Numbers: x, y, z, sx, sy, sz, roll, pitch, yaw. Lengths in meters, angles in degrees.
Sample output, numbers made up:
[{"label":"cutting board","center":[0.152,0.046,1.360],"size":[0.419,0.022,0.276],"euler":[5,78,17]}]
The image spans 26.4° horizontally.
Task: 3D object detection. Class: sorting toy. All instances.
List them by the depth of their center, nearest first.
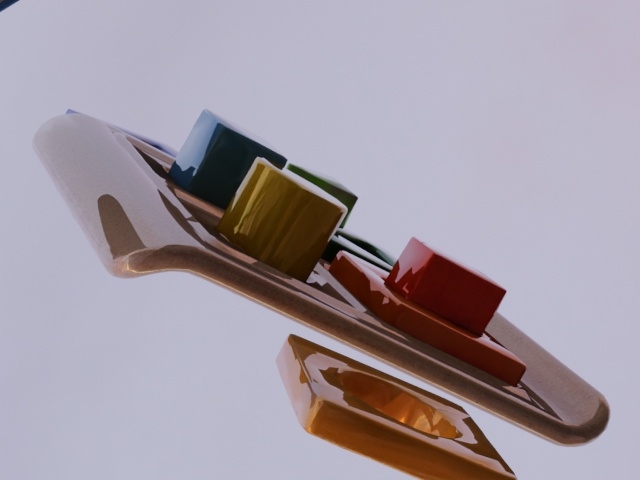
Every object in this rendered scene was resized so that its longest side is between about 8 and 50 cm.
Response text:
[{"label":"sorting toy","center":[0.000,0.000,0.519],"size":[0.196,0.348,0.047],"euler":[22,-81,-26]}]

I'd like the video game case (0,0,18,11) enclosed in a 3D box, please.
[{"label":"video game case","center":[-0.168,-0.116,0.488],"size":[0.166,0.015,0.119],"euler":[-44,-44,-39]}]
